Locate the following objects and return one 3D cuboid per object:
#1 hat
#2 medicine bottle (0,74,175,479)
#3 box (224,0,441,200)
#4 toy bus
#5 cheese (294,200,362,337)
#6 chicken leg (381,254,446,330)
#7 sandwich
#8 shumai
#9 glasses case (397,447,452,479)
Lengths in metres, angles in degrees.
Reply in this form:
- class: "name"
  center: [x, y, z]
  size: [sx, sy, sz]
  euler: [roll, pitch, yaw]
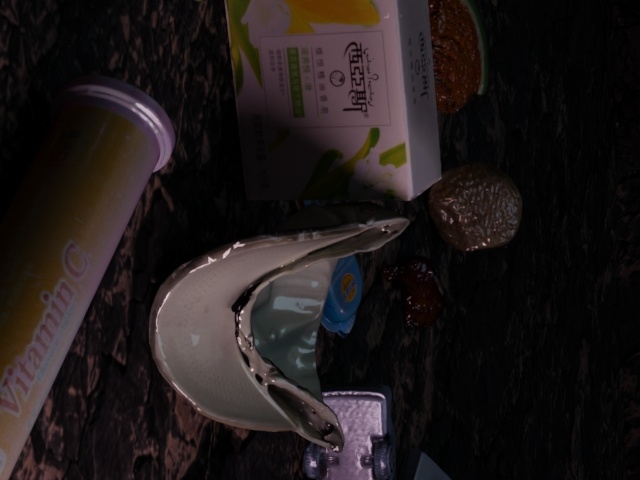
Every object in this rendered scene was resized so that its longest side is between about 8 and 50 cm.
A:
- class: "hat"
  center: [-0.062, 0.070, 1.614]
  size: [0.301, 0.168, 0.258]
  euler: [4, 105, -45]
- class: "medicine bottle"
  center: [-0.231, 0.057, 1.202]
  size: [0.108, 0.108, 0.426]
  euler: [68, 32, -44]
- class: "box"
  center: [0.014, -0.176, 1.676]
  size: [0.111, 0.194, 0.260]
  euler: [-30, 116, -64]
- class: "toy bus"
  center: [0.048, 0.326, 1.907]
  size: [0.136, 0.109, 0.329]
  euler: [-40, 128, -74]
- class: "cheese"
  center: [0.000, 0.000, 1.863]
  size: [0.106, 0.037, 0.256]
  euler: [-50, 129, -48]
- class: "chicken leg"
  center: [0.131, 0.063, 2.185]
  size: [0.093, 0.053, 0.205]
  euler: [-62, 145, -23]
- class: "sandwich"
  center: [0.170, -0.270, 2.241]
  size: [0.235, 0.079, 0.159]
  euler: [43, 61, -57]
- class: "shumai"
  center: [0.220, -0.047, 2.334]
  size: [0.116, 0.145, 0.145]
  euler: [160, -66, -73]
- class: "glasses case"
  center: [0.114, 0.421, 2.160]
  size: [0.105, 0.056, 0.266]
  euler: [45, 44, -28]
